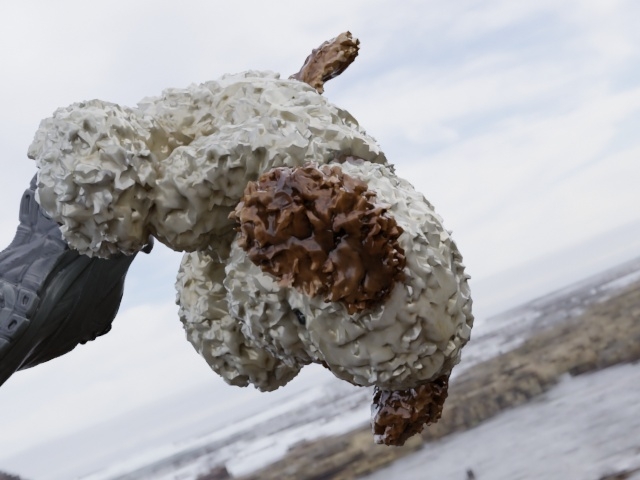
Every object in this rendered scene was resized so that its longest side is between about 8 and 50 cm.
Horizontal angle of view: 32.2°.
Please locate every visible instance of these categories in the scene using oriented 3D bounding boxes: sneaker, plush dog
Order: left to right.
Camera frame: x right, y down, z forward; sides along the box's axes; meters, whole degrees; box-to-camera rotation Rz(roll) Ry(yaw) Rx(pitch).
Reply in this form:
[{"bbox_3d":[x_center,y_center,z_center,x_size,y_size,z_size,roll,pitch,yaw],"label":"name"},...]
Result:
[{"bbox_3d":[-0.225,0.055,0.892,0.286,0.109,0.130,-50,-35,-25],"label":"sneaker"},{"bbox_3d":[0.000,0.000,0.635,0.210,0.225,0.262,-42,-40,-4],"label":"plush dog"}]
